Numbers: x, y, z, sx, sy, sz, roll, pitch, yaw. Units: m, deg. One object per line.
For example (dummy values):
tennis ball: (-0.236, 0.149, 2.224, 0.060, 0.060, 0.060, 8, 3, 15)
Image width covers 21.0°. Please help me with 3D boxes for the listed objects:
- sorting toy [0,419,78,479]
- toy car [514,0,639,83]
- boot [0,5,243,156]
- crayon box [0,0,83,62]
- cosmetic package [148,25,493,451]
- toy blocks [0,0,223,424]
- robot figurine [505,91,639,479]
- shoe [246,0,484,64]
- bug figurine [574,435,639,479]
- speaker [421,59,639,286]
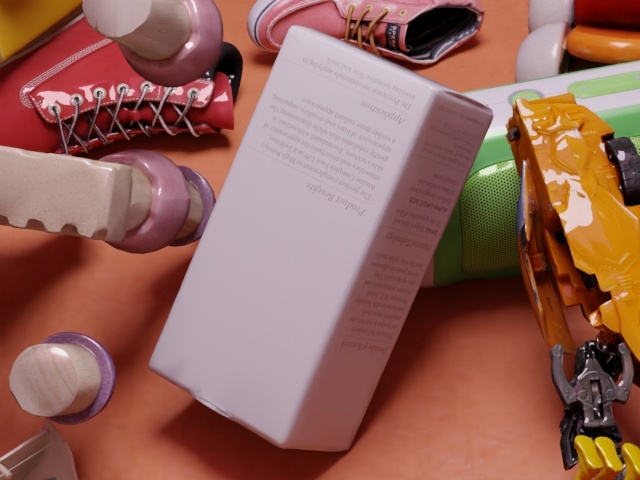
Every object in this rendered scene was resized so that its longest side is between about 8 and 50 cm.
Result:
sorting toy: (-0.172, 0.161, 1.018, 0.083, 0.045, 0.075, -32, 55, -27)
toy car: (0.227, -0.167, 1.263, 0.159, 0.136, 0.182, 5, 42, 13)
boot: (-0.165, -0.089, 1.267, 0.176, 0.088, 0.244, 18, 43, 23)
crayon box: (-0.295, -0.196, 1.318, 0.323, 0.083, 0.203, -5, 25, 25)
cosmetic package: (0.000, 0.000, 1.045, 0.117, 0.231, 0.085, 28, 9, 32)
toy blocks: (-0.214, -0.022, 1.108, 0.288, 0.309, 0.260, 8, -1, 11)
robot figurine: (0.219, 0.041, 1.003, 0.211, 0.085, 0.291, -13, 71, -6)
shoe: (0.037, -0.173, 1.349, 0.178, 0.063, 0.081, -15, 37, -16)
bug figurine: (0.201, 0.224, 0.831, 0.216, 0.072, 0.279, 13, 34, -23)
speaker: (0.172, -0.050, 1.145, 0.296, 0.131, 0.131, -11, 41, -5)
